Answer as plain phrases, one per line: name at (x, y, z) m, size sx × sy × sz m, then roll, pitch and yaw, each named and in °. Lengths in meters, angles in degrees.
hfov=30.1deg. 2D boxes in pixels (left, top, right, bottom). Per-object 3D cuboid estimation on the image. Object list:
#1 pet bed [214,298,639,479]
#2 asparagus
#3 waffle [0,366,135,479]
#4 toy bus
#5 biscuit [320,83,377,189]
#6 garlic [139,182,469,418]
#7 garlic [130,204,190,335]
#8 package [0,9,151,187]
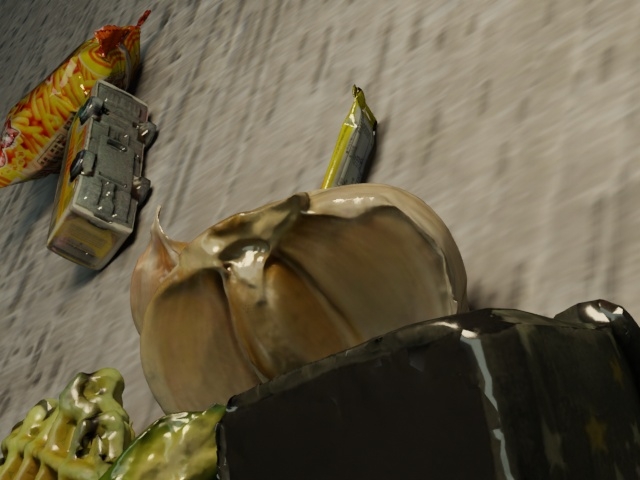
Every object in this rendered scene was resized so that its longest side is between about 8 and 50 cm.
pet bed at (0.069, 0.135, 0.589) m, size 0.211 × 0.159 × 0.183 m, roll -28°, pitch 62°, yaw 42°
asparagus at (-0.173, 0.233, 0.793) m, size 0.343 × 0.082 × 0.085 m, roll -47°, pitch -15°, yaw 20°
waffle at (-0.234, 0.268, 0.977) m, size 0.297 × 0.073 × 0.317 m, roll -46°, pitch 35°, yaw 25°
toy bus at (-0.261, -0.082, 1.409) m, size 0.106 × 0.092 × 0.268 m, roll -50°, pitch 26°, yaw 28°
biscuit at (0.000, 0.000, 0.951) m, size 0.026 × 0.048 × 0.291 m, roll 4°, pitch 57°, yaw 25°
garlic at (-0.005, 0.054, 0.810) m, size 0.229 × 0.178 × 0.143 m, roll -25°, pitch 3°, yaw 14°
garlic at (-0.093, 0.035, 1.005) m, size 0.174 × 0.099 × 0.124 m, roll -17°, pitch 59°, yaw 48°
package at (-0.334, -0.185, 1.608) m, size 0.288 × 0.108 × 0.223 m, roll -41°, pitch 16°, yaw 18°
